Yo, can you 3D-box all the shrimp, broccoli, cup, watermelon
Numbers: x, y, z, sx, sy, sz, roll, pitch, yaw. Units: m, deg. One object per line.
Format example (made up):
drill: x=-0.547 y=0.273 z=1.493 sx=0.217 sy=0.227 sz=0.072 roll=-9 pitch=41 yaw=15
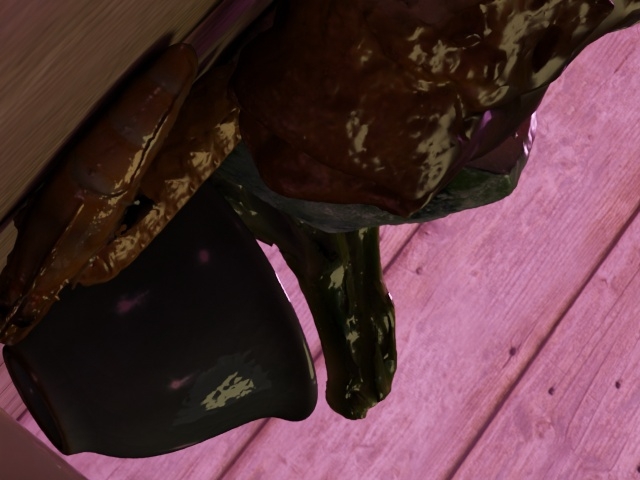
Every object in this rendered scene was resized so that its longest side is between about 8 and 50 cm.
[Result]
shrimp: x=-0.105 y=-0.023 z=0.703 sx=0.162 sy=0.045 sz=0.095 roll=-53 pitch=-158 yaw=16
broccoli: x=-0.018 y=-0.006 z=1.173 sx=0.177 sy=0.199 sz=0.274 roll=-139 pitch=-123 yaw=-69
cup: x=-0.118 y=0.064 z=1.014 sx=0.150 sy=0.199 sz=0.199 roll=-30 pitch=176 yaw=-20
watermelon: x=0.053 y=-0.132 z=1.049 sx=0.140 sy=0.193 sz=0.256 roll=-44 pitch=-162 yaw=59

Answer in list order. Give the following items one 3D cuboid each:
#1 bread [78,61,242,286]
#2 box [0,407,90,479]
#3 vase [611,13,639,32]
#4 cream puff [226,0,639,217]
bread: x=-0.089 y=-0.038 z=0.890 sx=0.157 sy=0.044 sz=0.052 roll=-49 pitch=-175 yaw=-19
box: x=-0.094 y=0.150 z=0.560 sx=0.111 sy=0.260 sz=0.194 roll=-49 pitch=-177 yaw=-17
vase: x=0.239 y=-0.322 z=1.580 sx=0.245 sy=0.245 sz=0.291 roll=-49 pitch=-173 yaw=2
cream puff: x=0.069 y=-0.131 z=0.832 sx=0.269 sy=0.155 sz=0.241 roll=-46 pitch=174 yaw=21
